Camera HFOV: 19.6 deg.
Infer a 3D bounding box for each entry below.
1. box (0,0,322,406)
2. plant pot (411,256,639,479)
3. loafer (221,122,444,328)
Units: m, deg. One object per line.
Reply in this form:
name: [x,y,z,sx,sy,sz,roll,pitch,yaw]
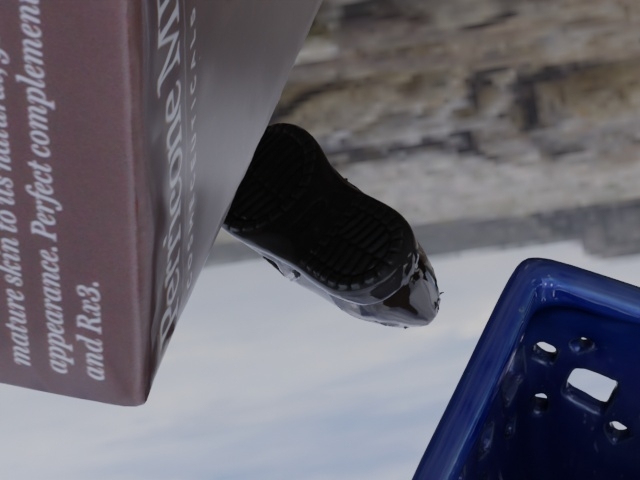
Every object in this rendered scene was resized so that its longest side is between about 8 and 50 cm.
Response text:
box: [-0.063,-0.152,0.603,0.143,0.191,0.381,12,-137,10]
plant pot: [0.165,0.182,0.964,0.236,0.236,0.212,19,149,13]
loafer: [0.000,0.000,1.126,0.080,0.078,0.220,-42,-144,-3]
